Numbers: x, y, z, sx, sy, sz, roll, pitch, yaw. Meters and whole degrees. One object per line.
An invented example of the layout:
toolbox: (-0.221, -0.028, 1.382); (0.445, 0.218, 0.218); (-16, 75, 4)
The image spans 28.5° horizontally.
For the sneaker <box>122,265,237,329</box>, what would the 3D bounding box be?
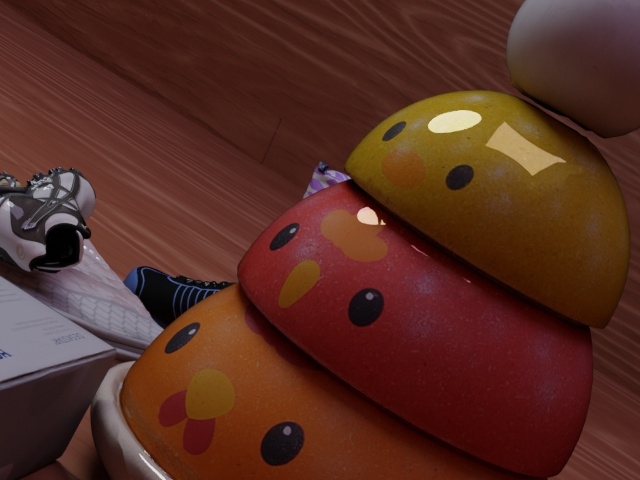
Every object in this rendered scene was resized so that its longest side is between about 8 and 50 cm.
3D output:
sneaker: (-0.105, 0.073, 1.265); (0.232, 0.090, 0.081); (34, 9, 31)

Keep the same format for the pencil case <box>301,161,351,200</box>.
pencil case: (0.000, 0.000, 1.734); (0.086, 0.206, 0.088); (14, 11, -44)

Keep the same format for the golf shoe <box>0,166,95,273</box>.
golf shoe: (-0.230, -0.008, 1.059); (0.094, 0.077, 0.198); (43, 15, 8)

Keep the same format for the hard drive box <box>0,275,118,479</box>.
hard drive box: (-0.268, 0.054, 0.772); (0.232, 0.089, 0.181); (30, 8, 11)

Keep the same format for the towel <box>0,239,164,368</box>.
towel: (-0.286, 0.019, 1.095); (0.331, 0.053, 0.317); (23, 9, -46)

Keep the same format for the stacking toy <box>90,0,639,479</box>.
stacking toy: (0.090, 0.015, 0.874); (0.350, 0.480, 0.350); (29, 7, -4)
